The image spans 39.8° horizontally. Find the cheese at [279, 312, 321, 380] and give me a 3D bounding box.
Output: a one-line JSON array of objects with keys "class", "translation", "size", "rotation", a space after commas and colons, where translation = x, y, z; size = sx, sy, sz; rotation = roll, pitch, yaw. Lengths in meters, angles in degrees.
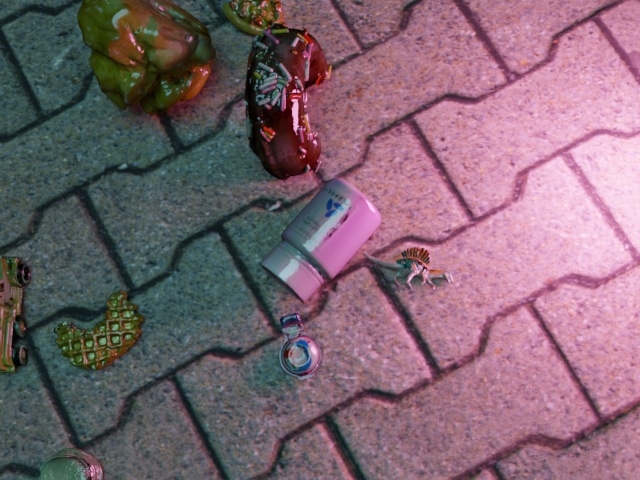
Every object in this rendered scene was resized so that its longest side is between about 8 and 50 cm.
[{"class": "cheese", "translation": [-0.049, 0.229, 1.905], "size": [0.095, 0.038, 0.145], "rotation": [-17, 75, 1]}]

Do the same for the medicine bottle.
[{"class": "medicine bottle", "translation": [0.000, 0.000, 1.905], "size": [0.152, 0.152, 0.254], "rotation": [41, 81, 14]}]

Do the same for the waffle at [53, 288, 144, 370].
[{"class": "waffle", "translation": [-0.489, 0.198, 1.952], "size": [0.194, 0.051, 0.149], "rotation": [-41, 76, -6]}]

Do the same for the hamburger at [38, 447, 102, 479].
[{"class": "hamburger", "translation": [-0.532, 0.511, 1.864], "size": [0.133, 0.062, 0.140], "rotation": [19, 80, 12]}]

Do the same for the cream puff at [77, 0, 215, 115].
[{"class": "cream puff", "translation": [-0.415, -0.424, 1.993], "size": [0.291, 0.324, 0.257], "rotation": [38, 112, 20]}]

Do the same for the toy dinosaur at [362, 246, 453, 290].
[{"class": "toy dinosaur", "translation": [0.196, 0.052, 1.933], "size": [0.187, 0.044, 0.106], "rotation": [37, 67, 27]}]

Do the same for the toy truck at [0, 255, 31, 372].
[{"class": "toy truck", "translation": [-0.722, 0.153, 1.945], "size": [0.128, 0.135, 0.260], "rotation": [-2, 71, 5]}]

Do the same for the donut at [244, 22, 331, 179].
[{"class": "donut", "translation": [-0.072, -0.324, 1.948], "size": [0.136, 0.259, 0.345], "rotation": [1, 73, 14]}]

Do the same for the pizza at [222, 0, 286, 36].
[{"class": "pizza", "translation": [-0.152, -0.558, 2.129], "size": [0.174, 0.046, 0.134], "rotation": [16, 77, 10]}]
